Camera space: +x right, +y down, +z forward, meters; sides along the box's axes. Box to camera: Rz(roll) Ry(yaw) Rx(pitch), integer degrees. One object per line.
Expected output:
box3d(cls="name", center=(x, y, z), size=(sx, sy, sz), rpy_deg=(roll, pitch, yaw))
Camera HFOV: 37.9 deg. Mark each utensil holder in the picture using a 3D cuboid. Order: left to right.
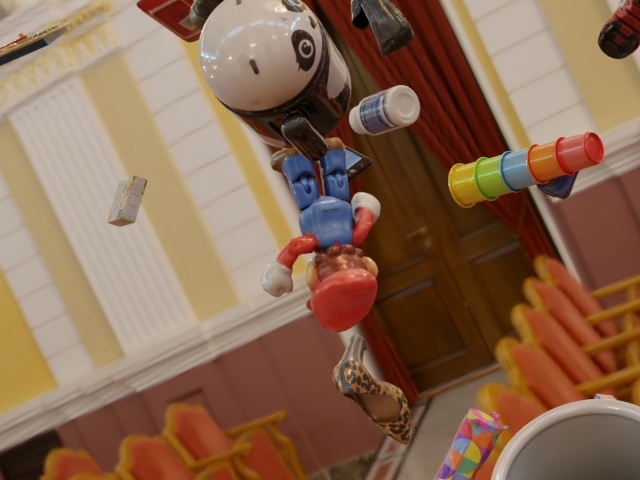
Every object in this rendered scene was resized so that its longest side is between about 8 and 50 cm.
box3d(cls="utensil holder", center=(0.504, 0.519, 1.615), size=(0.327, 0.385, 0.328), rpy_deg=(-18, 39, 15))

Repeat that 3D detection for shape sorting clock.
box3d(cls="shape sorting clock", center=(-0.630, -0.424, 1.990), size=(0.206, 0.040, 0.206), rpy_deg=(-21, 23, 9))

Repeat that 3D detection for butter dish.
box3d(cls="butter dish", center=(-0.279, -0.516, 1.980), size=(0.160, 0.118, 0.160), rpy_deg=(-14, -34, 42))

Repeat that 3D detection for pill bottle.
box3d(cls="pill bottle", center=(0.143, -0.296, 2.165), size=(0.094, 0.094, 0.169), rpy_deg=(-27, 10, -34))

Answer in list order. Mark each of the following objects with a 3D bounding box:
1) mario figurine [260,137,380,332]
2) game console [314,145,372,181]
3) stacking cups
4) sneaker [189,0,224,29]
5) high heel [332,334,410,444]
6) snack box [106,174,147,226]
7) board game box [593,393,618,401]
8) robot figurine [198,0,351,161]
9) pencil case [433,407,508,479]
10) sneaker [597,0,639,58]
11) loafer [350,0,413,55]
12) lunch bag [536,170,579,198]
box3d(cls="mario figurine", center=(0.000, 0.000, 1.589), size=(0.198, 0.321, 0.170), rpy_deg=(-14, -12, 18))
box3d(cls="game console", center=(0.034, -0.211, 2.308), size=(0.124, 0.085, 0.144), rpy_deg=(-39, 44, -18))
box3d(cls="stacking cups", center=(0.399, -0.146, 1.815), size=(0.316, 0.096, 0.096), rpy_deg=(-18, 7, 44))
box3d(cls="sneaker", center=(-0.098, -0.386, 1.560), size=(0.130, 0.227, 0.087), rpy_deg=(125, 159, -60))
box3d(cls="high heel", center=(0.102, 0.334, 1.842), size=(0.093, 0.261, 0.186), rpy_deg=(-24, 14, 19))
box3d(cls="snack box", center=(-0.429, -0.085, 2.063), size=(0.037, 0.100, 0.141), rpy_deg=(20, -11, -22))
box3d(cls="board game box", center=(0.605, 0.445, 1.970), size=(0.045, 0.194, 0.147), rpy_deg=(8, 19, -18))
box3d(cls="robot figurine", center=(-0.053, -0.228, 1.266), size=(0.174, 0.209, 0.278), rpy_deg=(-60, -21, -3))
box3d(cls="pencil case", center=(0.353, 0.517, 2.234), size=(0.236, 0.104, 0.104), rpy_deg=(-62, -1, 5))
box3d(cls="sneaker", center=(0.705, -0.511, 1.983), size=(0.135, 0.097, 0.276), rpy_deg=(-52, 1, -39))
box3d(cls="loafer", center=(0.087, -0.429, 1.725), size=(0.078, 0.223, 0.076), rpy_deg=(-35, -29, 3))
box3d(cls="lunch bag", center=(0.467, -0.130, 1.843), size=(0.067, 0.098, 0.065), rpy_deg=(20, -4, 26))
